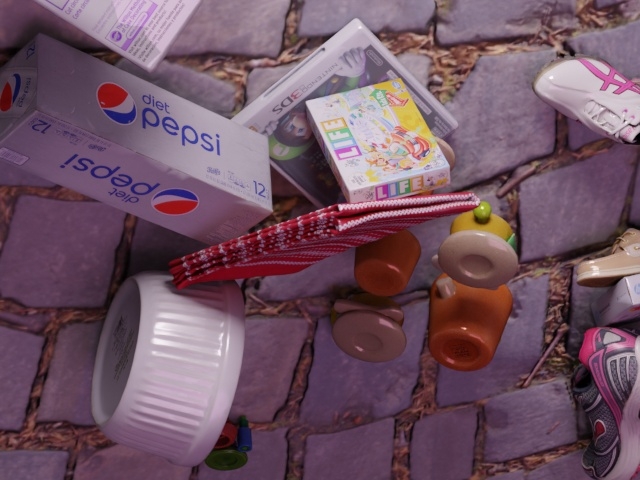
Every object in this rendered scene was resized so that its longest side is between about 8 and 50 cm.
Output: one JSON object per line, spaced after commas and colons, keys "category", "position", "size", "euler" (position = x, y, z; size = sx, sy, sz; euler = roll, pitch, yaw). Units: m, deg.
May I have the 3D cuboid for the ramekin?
{"category": "ramekin", "position": [-0.166, 0.129, 1.985], "size": [0.109, 0.207, 0.207], "euler": [13, 123, -19]}

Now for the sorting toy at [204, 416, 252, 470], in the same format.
{"category": "sorting toy", "position": [-0.111, 0.229, 2.205], "size": [0.061, 0.042, 0.102], "euler": [-7, 145, 4]}

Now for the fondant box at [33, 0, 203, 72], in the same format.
{"category": "fondant box", "position": [-0.213, -0.329, 1.567], "size": [0.330, 0.096, 0.238], "euler": [31, 110, -19]}

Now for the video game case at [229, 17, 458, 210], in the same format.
{"category": "video game case", "position": [0.027, -0.121, 1.964], "size": [0.173, 0.022, 0.190], "euler": [-38, 132, 13]}

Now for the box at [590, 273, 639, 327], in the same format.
{"category": "box", "position": [0.427, 0.057, 2.216], "size": [0.186, 0.038, 0.145], "euler": [-14, 167, -11]}

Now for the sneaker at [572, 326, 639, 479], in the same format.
{"category": "sneaker", "position": [0.360, 0.196, 2.316], "size": [0.112, 0.121, 0.299], "euler": [12, 142, 6]}

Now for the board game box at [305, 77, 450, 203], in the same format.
{"category": "board game box", "position": [0.056, -0.098, 1.875], "size": [0.103, 0.154, 0.026], "euler": [-15, 132, -10]}

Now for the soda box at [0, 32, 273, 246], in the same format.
{"category": "soda box", "position": [-0.183, -0.093, 1.840], "size": [0.286, 0.098, 0.091], "euler": [22, 138, -35]}

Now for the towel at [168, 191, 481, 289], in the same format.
{"category": "towel", "position": [0.000, 0.000, 1.883], "size": [0.199, 0.031, 0.275], "euler": [-7, 172, -43]}

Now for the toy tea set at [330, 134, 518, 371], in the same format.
{"category": "toy tea set", "position": [0.126, 0.008, 2.065], "size": [0.200, 0.124, 0.336], "euler": [13, 139, 4]}

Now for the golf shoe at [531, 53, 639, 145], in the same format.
{"category": "golf shoe", "position": [0.312, -0.145, 2.014], "size": [0.186, 0.086, 0.067], "euler": [13, 124, -28]}

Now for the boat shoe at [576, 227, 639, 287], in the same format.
{"category": "boat shoe", "position": [0.369, 0.014, 2.193], "size": [0.170, 0.059, 0.063], "euler": [-10, 169, -23]}
